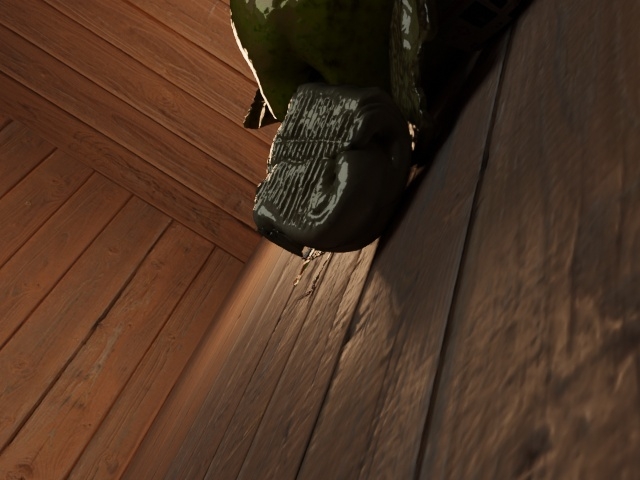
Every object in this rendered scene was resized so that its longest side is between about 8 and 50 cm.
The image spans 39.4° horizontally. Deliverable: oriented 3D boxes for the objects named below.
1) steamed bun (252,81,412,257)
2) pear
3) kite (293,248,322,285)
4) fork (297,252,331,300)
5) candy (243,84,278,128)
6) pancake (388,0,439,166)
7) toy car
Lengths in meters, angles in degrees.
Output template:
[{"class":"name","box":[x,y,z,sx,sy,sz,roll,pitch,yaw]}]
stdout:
[{"class":"steamed bun","box":[0.028,-0.073,1.062,0.218,0.144,0.211,8,73,52]},{"class":"pear","box":[0.041,-0.332,1.314,0.391,0.391,0.391,-57,5,8]},{"class":"kite","box":[0.000,0.000,1.557,0.183,0.014,0.241,-59,7,-4]},{"class":"fork","box":[-0.003,0.050,1.315,0.016,0.012,0.115,-45,8,50]},{"class":"candy","box":[-0.044,-0.330,1.810,0.297,0.081,0.187,-34,-29,-50]},{"class":"pancake","box":[0.107,-0.206,1.064,0.212,0.029,0.235,-107,16,-66]},{"class":"toy car","box":[0.198,-0.305,1.048,0.089,0.108,0.210,-57,9,-22]}]
